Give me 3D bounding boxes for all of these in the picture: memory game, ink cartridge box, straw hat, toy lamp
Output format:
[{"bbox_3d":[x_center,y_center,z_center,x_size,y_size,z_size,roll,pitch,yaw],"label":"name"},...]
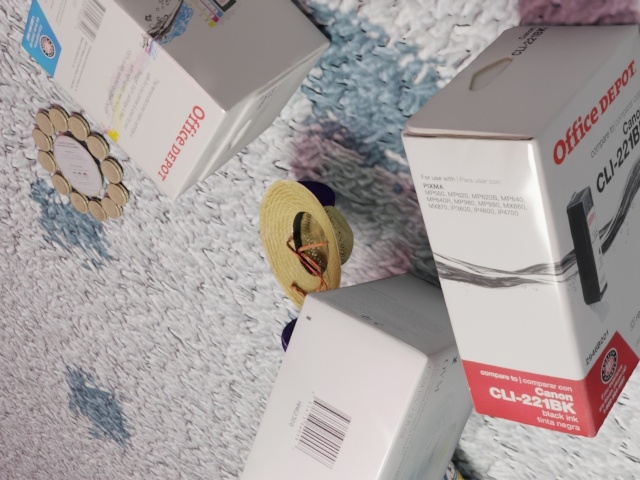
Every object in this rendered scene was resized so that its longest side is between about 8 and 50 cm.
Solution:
[{"bbox_3d":[-0.341,-0.106,1.364,0.186,0.012,0.186,26,138,27],"label":"memory game"},{"bbox_3d":[-0.147,-0.198,0.965,0.233,0.168,0.171,46,143,2],"label":"ink cartridge box"},{"bbox_3d":[0.188,-0.013,0.780,0.114,0.197,0.273,6,127,39],"label":"ink cartridge box"},{"bbox_3d":[0.000,0.000,1.001,0.144,0.061,0.144,28,127,46],"label":"straw hat"},{"bbox_3d":[-0.014,0.059,1.141,0.080,0.080,0.275,23,133,29],"label":"toy lamp"}]

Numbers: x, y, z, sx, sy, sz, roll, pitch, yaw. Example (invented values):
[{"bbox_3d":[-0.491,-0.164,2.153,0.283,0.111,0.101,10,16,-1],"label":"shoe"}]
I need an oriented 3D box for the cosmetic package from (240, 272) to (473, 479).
[{"bbox_3d":[0.059,0.168,0.978,0.138,0.224,0.224,26,106,24],"label":"cosmetic package"}]

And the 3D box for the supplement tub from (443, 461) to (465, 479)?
[{"bbox_3d":[0.105,0.316,1.194,0.200,0.144,0.144,54,142,-9],"label":"supplement tub"}]
